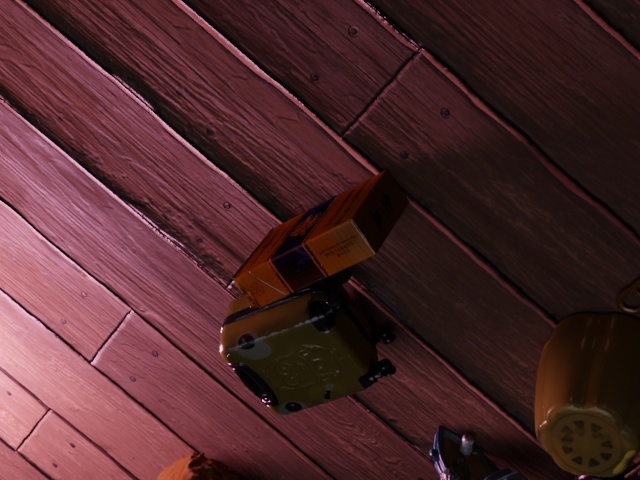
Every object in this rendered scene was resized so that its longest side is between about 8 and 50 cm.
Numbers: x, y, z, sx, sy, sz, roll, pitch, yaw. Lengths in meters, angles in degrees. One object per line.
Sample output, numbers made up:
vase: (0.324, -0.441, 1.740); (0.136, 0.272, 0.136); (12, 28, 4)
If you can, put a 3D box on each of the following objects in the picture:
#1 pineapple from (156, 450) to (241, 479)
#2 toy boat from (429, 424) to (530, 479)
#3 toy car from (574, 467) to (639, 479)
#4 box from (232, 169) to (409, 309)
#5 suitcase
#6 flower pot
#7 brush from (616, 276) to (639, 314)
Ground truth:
pineapple: (-0.155, 0.562, 1.932); (0.357, 0.223, 0.223); (37, 130, -12)
toy boat: (0.257, 0.378, 1.634); (0.238, 0.109, 0.098); (40, 131, 40)
toy car: (0.509, 0.486, 1.546); (0.341, 0.271, 0.240); (-18, 140, 42)
box: (0.000, -0.001, 1.504); (0.237, 0.152, 0.070); (-28, 106, 35)
suitcase: (-0.024, 0.149, 1.608); (0.235, 0.143, 0.194); (-22, 125, 22)
flower pot: (0.387, 0.226, 1.454); (0.195, 0.179, 0.195); (14, 127, 19)
brush: (0.498, 0.006, 1.361); (0.090, 0.017, 0.314); (38, 130, -2)
